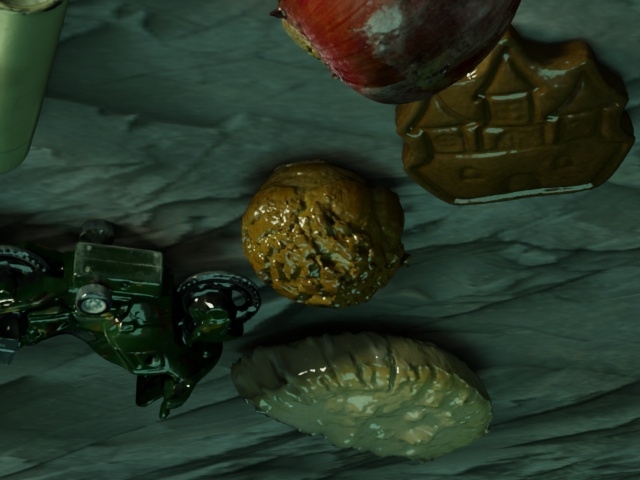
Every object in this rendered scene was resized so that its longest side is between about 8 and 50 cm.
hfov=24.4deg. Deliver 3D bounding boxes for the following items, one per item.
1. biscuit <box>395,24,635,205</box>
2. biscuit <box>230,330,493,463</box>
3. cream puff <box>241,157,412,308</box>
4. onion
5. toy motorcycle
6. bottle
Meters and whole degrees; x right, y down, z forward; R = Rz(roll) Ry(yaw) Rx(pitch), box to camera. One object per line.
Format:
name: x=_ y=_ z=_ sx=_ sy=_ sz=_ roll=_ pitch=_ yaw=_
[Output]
biscuit: x=0.146 y=-0.091 z=1.126 sx=0.182 sy=0.034 sz=0.215 roll=-7 pitch=149 yaw=9
biscuit: x=0.063 y=0.156 z=1.499 sx=0.281 sy=0.084 sz=0.179 roll=19 pitch=145 yaw=-29
cream puff: x=0.002 y=0.002 z=1.211 sx=0.126 sy=0.103 sz=0.144 roll=-26 pitch=136 yaw=37
onion: x=0.062 y=-0.177 z=0.875 sx=0.195 sy=0.159 sz=0.159 roll=-41 pitch=137 yaw=13
toy motorcycle: x=-0.199 y=0.071 z=1.314 sx=0.275 sy=0.124 sz=0.187 roll=9 pitch=139 yaw=-13
bottle: x=-0.220 y=-0.124 z=1.016 sx=0.072 sy=0.072 sz=0.201 roll=8 pitch=148 yaw=-16
